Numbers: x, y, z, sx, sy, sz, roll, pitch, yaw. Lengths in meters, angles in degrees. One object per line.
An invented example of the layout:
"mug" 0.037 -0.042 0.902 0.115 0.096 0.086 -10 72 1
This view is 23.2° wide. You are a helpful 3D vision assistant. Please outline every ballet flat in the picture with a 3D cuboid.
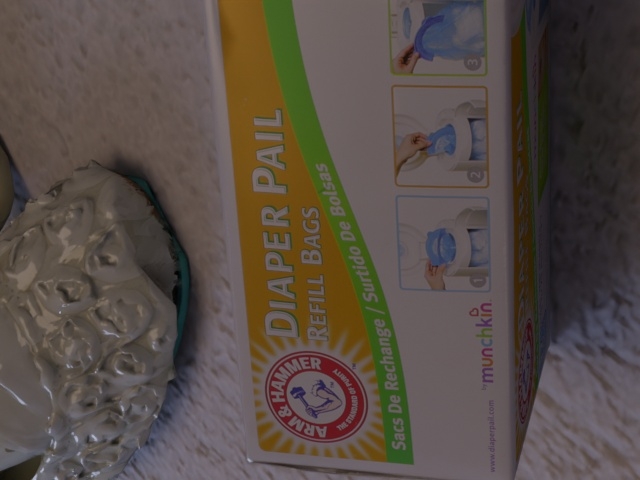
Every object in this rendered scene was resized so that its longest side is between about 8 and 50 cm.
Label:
"ballet flat" -0.199 0.118 0.926 0.147 0.147 0.409 52 139 16

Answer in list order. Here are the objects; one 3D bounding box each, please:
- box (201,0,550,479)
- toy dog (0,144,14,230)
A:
"box" 0.028 -0.024 0.578 0.103 0.114 0.203 3 116 15
"toy dog" -0.445 -0.003 1.009 0.395 0.284 0.408 48 147 -2
